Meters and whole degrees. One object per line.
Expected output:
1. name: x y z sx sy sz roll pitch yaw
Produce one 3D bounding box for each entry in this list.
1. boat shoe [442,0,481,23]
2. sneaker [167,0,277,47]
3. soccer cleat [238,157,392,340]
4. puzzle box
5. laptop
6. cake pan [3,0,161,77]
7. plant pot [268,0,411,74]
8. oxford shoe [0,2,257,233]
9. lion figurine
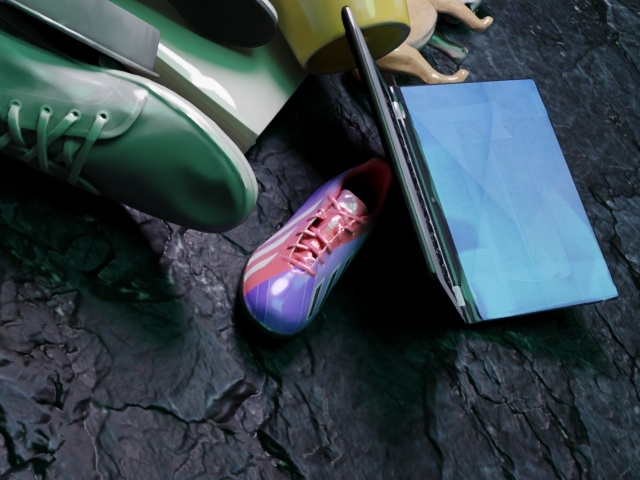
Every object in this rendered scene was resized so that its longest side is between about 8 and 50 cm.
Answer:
1. boat shoe: 0.251 -0.446 1.971 0.267 0.096 0.088 -18 95 -54
2. sneaker: -0.180 -0.392 1.447 0.295 0.124 0.179 29 46 -21
3. soccer cleat: 0.000 0.000 1.309 0.108 0.116 0.318 40 38 -2
4. puzzle box: -0.131 -0.311 1.544 0.272 0.052 0.409 38 38 -5
5. laptop: 0.227 -0.105 1.447 0.408 0.236 0.382 48 23 -68
6. cake pan: -0.308 -0.277 1.232 0.293 0.054 0.293 28 4 -2
7. plant pot: 0.015 -0.376 1.511 0.254 0.254 0.239 -10 76 -45
8. oxford shoe: -0.280 -0.125 1.155 0.449 0.169 0.130 30 36 -3
9. lion figurine: 0.129 -0.335 1.721 0.240 0.142 0.392 33 42 -6
